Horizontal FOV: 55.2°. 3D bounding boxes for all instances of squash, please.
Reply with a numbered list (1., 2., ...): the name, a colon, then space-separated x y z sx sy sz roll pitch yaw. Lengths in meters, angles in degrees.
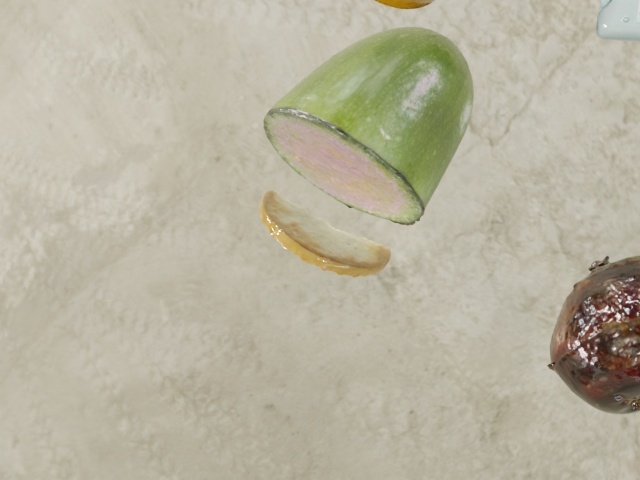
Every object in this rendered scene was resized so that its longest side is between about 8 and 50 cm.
1. squash: 0.108 -0.234 1.016 0.310 0.310 0.309 25 78 30

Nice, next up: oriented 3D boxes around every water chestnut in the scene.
1. water chestnut: 0.583 0.150 1.136 0.350 0.350 0.302 -29 49 25

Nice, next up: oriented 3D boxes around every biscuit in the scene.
1. biscuit: 0.000 0.000 1.289 0.308 0.204 0.040 27 115 -1

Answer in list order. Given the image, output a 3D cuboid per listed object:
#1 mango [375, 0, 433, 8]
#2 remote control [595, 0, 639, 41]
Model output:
1. mango: 0.041 -0.360 0.604 0.160 0.290 0.191 -39 40 -4
2. remote control: 0.381 -0.205 0.498 0.293 0.051 0.103 18 123 34
